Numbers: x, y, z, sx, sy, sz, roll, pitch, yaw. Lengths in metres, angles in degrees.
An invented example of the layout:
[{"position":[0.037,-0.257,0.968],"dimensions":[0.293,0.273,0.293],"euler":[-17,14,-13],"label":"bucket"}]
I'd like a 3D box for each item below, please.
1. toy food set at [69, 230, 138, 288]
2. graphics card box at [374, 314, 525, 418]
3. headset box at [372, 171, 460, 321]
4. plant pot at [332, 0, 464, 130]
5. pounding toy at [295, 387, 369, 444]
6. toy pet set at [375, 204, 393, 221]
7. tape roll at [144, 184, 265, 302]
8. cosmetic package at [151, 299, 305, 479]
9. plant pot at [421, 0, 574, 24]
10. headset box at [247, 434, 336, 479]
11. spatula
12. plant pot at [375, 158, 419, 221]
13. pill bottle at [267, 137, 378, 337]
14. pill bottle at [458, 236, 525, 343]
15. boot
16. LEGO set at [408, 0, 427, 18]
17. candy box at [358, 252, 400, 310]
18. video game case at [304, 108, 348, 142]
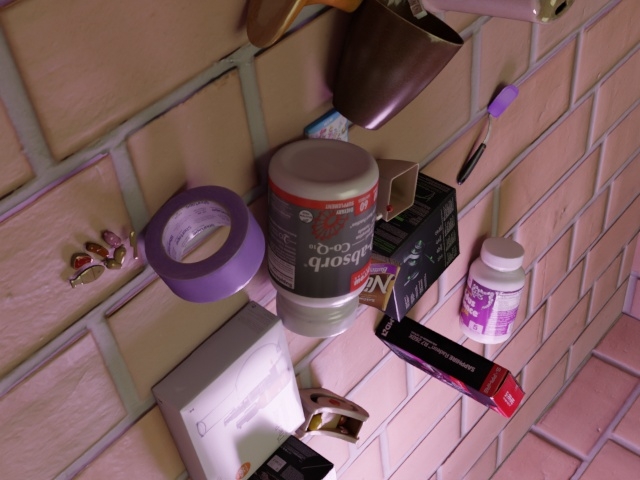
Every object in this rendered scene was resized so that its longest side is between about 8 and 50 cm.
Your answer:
[{"position":[-0.357,0.023,1.397],"dimensions":[0.122,0.019,0.078],"euler":[-24,132,-35],"label":"toy food set"},{"position":[0.343,0.326,2.282],"dimensions":[0.094,0.371,0.233],"euler":[-57,149,-8],"label":"graphics card box"},{"position":[0.202,0.020,2.076],"dimensions":[0.283,0.131,0.246],"euler":[-46,145,-24],"label":"headset box"},{"position":[0.124,-0.336,1.658],"dimensions":[0.215,0.215,0.230],"euler":[-7,135,-53],"label":"plant pot"},{"position":[0.014,0.464,2.123],"dimensions":[0.269,0.154,0.155],"euler":[13,103,-57],"label":"pounding toy"},{"position":[0.074,-0.083,1.847],"dimensions":[0.114,0.122,0.065],"euler":[-31,-176,27],"label":"toy pet set"},{"position":[-0.195,0.005,1.450],"dimensions":[0.189,0.189,0.080],"euler":[-51,147,-17],"label":"tape roll"},{"position":[-0.180,0.352,1.824],"dimensions":[0.284,0.097,0.377],"euler":[-40,142,-27],"label":"cosmetic package"},{"position":[0.346,-0.567,1.675],"dimensions":[0.334,0.305,0.334],"euler":[-35,139,-37],"label":"plant pot"},{"position":[-0.068,0.592,2.044],"dimensions":[0.110,0.218,0.293],"euler":[-40,141,-31],"label":"headset box"},{"position":[0.438,-0.279,2.280],"dimensions":[0.084,0.030,0.296],"euler":[22,96,-57],"label":"spatula"},{"position":[0.145,-0.124,1.917],"dimensions":[0.109,0.096,0.109],"euler":[-31,137,-42],"label":"plant pot"},{"position":[0.000,0.000,1.701],"dimensions":[0.210,0.210,0.363],"euler":[-32,137,-39],"label":"pill bottle"},{"position":[0.522,0.147,2.591],"dimensions":[0.169,0.169,0.301],"euler":[-26,133,-43],"label":"pill bottle"},{"position":[0.000,-0.431,1.479],"dimensions":[0.211,0.104,0.295],"euler":[24,89,-58],"label":"boot"},{"position":[0.174,-0.514,1.567],"dimensions":[0.087,0.227,0.093],"euler":[-24,170,17],"label":"LEGO set"},{"position":[0.070,0.073,1.889],"dimensions":[0.053,0.187,0.109],"euler":[-82,-170,-75],"label":"candy box"},{"position":[0.016,-0.185,1.768],"dimensions":[0.119,0.015,0.166],"euler":[-38,140,-33],"label":"video game case"}]
